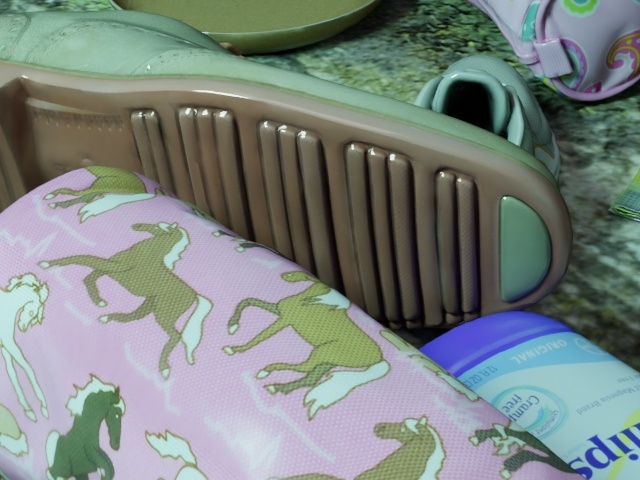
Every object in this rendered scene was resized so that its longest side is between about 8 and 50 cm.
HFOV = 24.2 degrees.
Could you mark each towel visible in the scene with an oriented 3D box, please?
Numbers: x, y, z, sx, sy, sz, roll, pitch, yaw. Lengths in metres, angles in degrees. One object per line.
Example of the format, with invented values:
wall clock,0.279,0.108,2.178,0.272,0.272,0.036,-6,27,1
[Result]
towel,0.228,-0.023,0.926,0.083,0.009,0.060,17,39,27

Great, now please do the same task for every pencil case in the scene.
pencil case,-0.006,0.115,0.586,0.160,0.167,0.386,-43,47,-16
pencil case,0.148,-0.210,1.122,0.124,0.124,0.284,-14,34,-17

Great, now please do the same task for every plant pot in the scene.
plant pot,-0.057,-0.204,1.202,0.236,0.032,0.236,-1,33,1

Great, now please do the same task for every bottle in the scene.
bottle,0.148,0.130,0.620,0.118,0.092,0.283,-18,36,-32

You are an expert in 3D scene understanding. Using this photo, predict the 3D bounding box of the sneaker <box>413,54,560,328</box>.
sneaker,0.097,-0.064,0.896,0.099,0.121,0.262,3,34,7

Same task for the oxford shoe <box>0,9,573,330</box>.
oxford shoe,-0.053,-0.062,0.780,0.397,0.140,0.146,14,41,18
